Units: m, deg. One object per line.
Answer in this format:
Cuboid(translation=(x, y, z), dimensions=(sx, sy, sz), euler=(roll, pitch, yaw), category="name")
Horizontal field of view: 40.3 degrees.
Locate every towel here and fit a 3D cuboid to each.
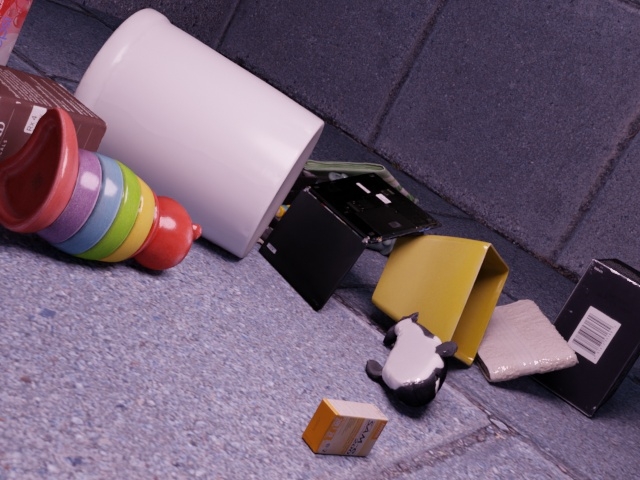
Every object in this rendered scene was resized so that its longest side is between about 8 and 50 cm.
Cuboid(translation=(0.400, 0.202, 1.822), dimensions=(0.187, 0.049, 0.282), euler=(-11, 21, -4), category="towel")
Cuboid(translation=(0.114, -0.153, 2.387), dimensions=(0.248, 0.038, 0.325), euler=(5, -13, 25), category="towel")

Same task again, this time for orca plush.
Cuboid(translation=(0.154, 0.223, 1.465), dimensions=(0.151, 0.102, 0.287), euler=(-20, 14, -8), category="orca plush")

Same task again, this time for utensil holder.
Cuboid(translation=(-0.231, -0.192, 1.633), dimensions=(0.385, 0.327, 0.327), euler=(31, 14, -1), category="utensil holder")

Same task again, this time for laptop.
Cuboid(translation=(0.053, -0.007, 1.686), dimensions=(0.264, 0.136, 0.234), euler=(-14, 37, -29), category="laptop")

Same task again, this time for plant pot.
Cuboid(translation=(0.224, 0.098, 1.687), dimensions=(0.187, 0.212, 0.212), euler=(20, -7, 25), category="plant pot")

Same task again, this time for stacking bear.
Cuboid(translation=(-0.311, -0.041, 1.294), dimensions=(0.289, 0.175, 0.164), euler=(27, 28, -46), category="stacking bear")

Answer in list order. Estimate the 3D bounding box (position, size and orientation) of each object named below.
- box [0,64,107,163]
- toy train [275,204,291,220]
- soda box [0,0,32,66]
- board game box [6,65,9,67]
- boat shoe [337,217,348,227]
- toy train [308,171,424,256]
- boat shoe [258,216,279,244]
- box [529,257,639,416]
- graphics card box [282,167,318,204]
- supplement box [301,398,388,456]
Cuboid(translation=(-0.481, -0.164, 1.350), dimensions=(0.167, 0.168, 0.203), euler=(38, 17, 32), category="box")
Cuboid(translation=(-0.117, -0.062, 1.967), dimensions=(0.166, 0.046, 0.125), euler=(21, 17, -17), category="toy train")
Cuboid(translation=(-0.606, -0.338, 1.525), dimensions=(0.083, 0.263, 0.092), euler=(33, 14, 21), category="soda box")
Cuboid(translation=(-0.818, -0.438, 1.964), dimensions=(0.260, 0.030, 0.136), euler=(35, 18, 25), category="board game box")
Cuboid(translation=(0.000, -0.001, 1.916), dimensions=(0.073, 0.080, 0.223), euler=(42, 24, 27), category="boat shoe")
Cuboid(translation=(0.115, -0.058, 2.232), dimensions=(0.334, 0.142, 0.190), euler=(16, 28, -41), category="toy train")
Cuboid(translation=(-0.070, 0.000, 1.785), dimensions=(0.206, 0.065, 0.075), euler=(35, 15, 22), category="boat shoe")
Cuboid(translation=(0.631, 0.205, 1.950), dimensions=(0.183, 0.296, 0.294), euler=(35, 14, 24), category="box")
Cuboid(translation=(-0.210, -0.219, 2.235), dimensions=(0.371, 0.094, 0.233), euler=(32, 14, 18), category="graphics card box")
Cuboid(translation=(0.033, 0.243, 1.127), dimensions=(0.098, 0.062, 0.036), euler=(15, 18, -41), category="supplement box")
